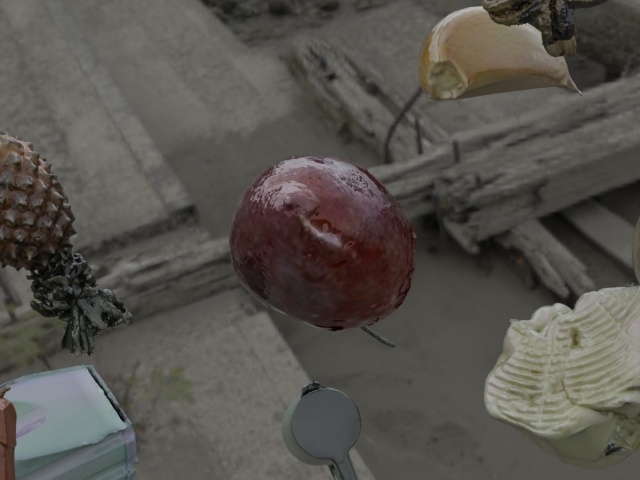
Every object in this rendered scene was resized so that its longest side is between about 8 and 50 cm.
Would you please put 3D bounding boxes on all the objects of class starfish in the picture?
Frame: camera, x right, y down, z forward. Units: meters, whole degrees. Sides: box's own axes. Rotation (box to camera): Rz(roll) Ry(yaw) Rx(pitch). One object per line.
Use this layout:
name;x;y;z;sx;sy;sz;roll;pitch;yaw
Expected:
starfish;0.243;-0.299;1.124;0.190;0.146;0.074;30;8;-1

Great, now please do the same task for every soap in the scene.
soap;-0.485;0.361;1.427;0.446;0.261;0.156;-24;47;-26

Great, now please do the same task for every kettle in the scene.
kettle;0.001;0.251;1.299;0.098;0.148;0.126;9;77;-3

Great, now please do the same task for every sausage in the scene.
sausage;-0.316;0.222;0.950;0.065;0.065;0.169;-9;74;9

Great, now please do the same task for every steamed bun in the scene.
steamed bun;0.429;0.216;1.559;0.320;0.206;0.275;-22;46;31

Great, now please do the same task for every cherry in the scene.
cherry;0.000;0.000;1.025;0.192;0.249;0.175;37;86;23

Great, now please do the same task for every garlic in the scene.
garlic;0.248;-0.255;1.472;0.245;0.145;0.164;-4;40;-24

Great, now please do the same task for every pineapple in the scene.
pineapple;-0.419;0.007;1.544;0.175;0.361;0.175;-35;15;11

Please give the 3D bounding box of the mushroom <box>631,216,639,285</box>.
mushroom;0.301;-0.032;0.643;0.207;0.209;0.206;3;-2;0
